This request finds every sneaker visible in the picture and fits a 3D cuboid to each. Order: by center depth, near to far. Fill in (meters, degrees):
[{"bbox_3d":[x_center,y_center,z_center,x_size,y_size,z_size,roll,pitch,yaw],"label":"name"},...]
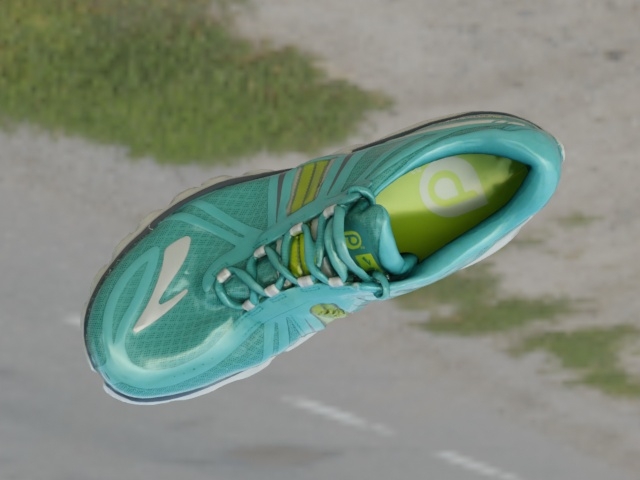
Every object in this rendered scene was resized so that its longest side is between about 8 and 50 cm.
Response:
[{"bbox_3d":[0.000,0.000,0.917,0.275,0.107,0.110,-26,-175,-5],"label":"sneaker"}]
